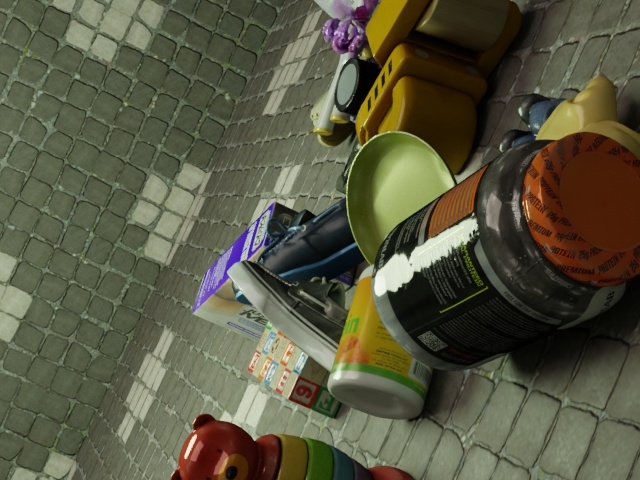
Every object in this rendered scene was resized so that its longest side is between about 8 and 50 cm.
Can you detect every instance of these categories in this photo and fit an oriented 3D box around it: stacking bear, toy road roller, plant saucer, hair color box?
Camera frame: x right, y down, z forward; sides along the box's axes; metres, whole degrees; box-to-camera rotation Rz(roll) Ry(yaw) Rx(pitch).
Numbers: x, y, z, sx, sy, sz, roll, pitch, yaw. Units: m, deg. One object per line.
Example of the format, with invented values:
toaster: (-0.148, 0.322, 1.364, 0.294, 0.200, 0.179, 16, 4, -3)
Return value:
stacking bear: (-0.053, 0.329, 1.577, 0.175, 0.289, 0.164, -65, 17, -1)
toy road roller: (0.181, -0.254, 1.899, 0.330, 0.202, 0.241, -59, 29, 34)
plant saucer: (0.134, -0.049, 1.801, 0.241, 0.037, 0.241, 16, 112, 45)
hair color box: (-0.089, 0.074, 2.239, 0.339, 0.185, 0.110, -44, 26, 51)

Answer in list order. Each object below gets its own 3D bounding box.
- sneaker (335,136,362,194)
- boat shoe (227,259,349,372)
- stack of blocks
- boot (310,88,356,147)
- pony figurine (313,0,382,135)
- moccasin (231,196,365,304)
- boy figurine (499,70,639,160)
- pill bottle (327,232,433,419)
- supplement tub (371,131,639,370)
sneaker: (0.093, -0.132, 2.156, 0.227, 0.087, 0.130, -133, 63, -78)
boat shoe: (-0.002, 0.116, 1.847, 0.119, 0.335, 0.121, -50, -27, -6)
stack of blocks: (-0.023, 0.186, 2.045, 0.171, 0.087, 0.297, -66, 17, -5)
boot: (0.026, -0.269, 2.578, 0.165, 0.077, 0.213, -32, 31, 60)
pony figurine: (0.085, -0.399, 2.334, 0.351, 0.302, 0.364, 168, 111, -80)
moccasin: (0.000, 0.000, 2.005, 0.342, 0.137, 0.117, -25, 70, 11)
boy figurine: (0.319, -0.125, 1.463, 0.177, 0.092, 0.285, -63, 17, 3)
pill bottle: (0.106, 0.116, 1.672, 0.136, 0.136, 0.246, -33, 35, 60)
supplement tub: (0.219, 0.016, 1.357, 0.338, 0.207, 0.207, -36, 33, 58)
